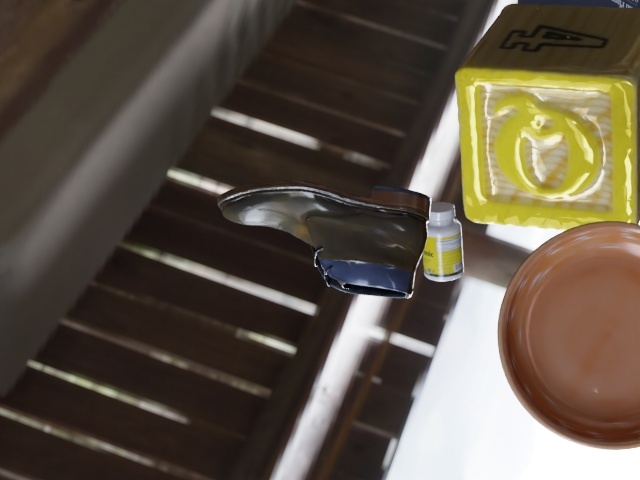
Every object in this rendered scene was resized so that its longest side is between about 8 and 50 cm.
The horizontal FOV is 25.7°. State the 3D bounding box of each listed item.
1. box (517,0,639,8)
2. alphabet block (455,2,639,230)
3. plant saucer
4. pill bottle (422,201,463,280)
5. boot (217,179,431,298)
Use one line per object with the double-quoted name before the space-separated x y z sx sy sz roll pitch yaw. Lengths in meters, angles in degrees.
"box" 0.432 -0.361 1.970 0.343 0.179 0.312 -127 -149 -53
"alphabet block" 0.268 -0.137 1.536 0.197 0.193 0.192 -54 142 -52
"plant saucer" 0.255 0.083 1.237 0.037 0.200 0.200 39 70 -84
"pill bottle" 0.194 0.001 2.242 0.065 0.065 0.116 -53 141 -63
"boot" 0.000 0.000 1.425 0.082 0.219 0.106 69 24 -73
